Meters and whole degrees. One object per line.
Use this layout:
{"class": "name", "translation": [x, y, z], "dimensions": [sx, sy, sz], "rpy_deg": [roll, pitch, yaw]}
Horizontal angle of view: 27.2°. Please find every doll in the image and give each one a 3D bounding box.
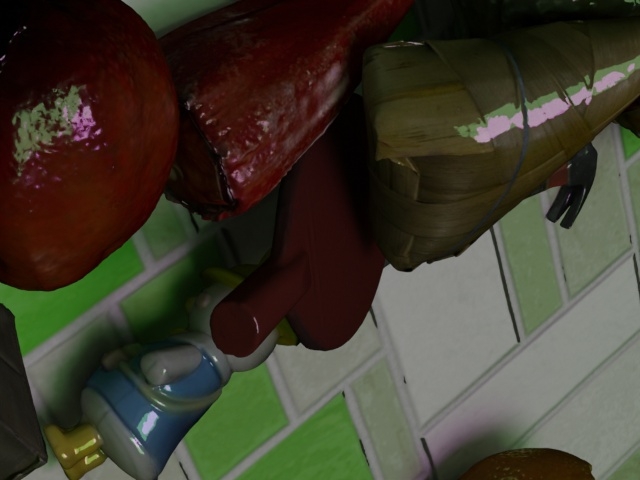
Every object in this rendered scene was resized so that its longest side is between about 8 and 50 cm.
{"class": "doll", "translation": [-0.102, 0.097, 1.019], "dimensions": [0.241, 0.098, 0.135], "rpy_deg": [-46, 133, -20]}

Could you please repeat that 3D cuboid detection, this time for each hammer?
{"class": "hammer", "translation": [0.155, -0.036, 1.230], "dimensions": [0.287, 0.033, 0.111], "rpy_deg": [-21, 121, -33]}

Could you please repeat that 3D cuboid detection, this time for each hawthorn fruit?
{"class": "hawthorn fruit", "translation": [-0.183, -0.053, 0.828], "dimensions": [0.189, 0.189, 0.251], "rpy_deg": [-31, 135, -27]}

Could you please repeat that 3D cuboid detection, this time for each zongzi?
{"class": "zongzi", "translation": [0.153, -0.080, 0.985], "dimensions": [0.256, 0.115, 0.228], "rpy_deg": [-17, 155, -6]}

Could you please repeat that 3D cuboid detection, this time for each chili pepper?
{"class": "chili pepper", "translation": [-0.032, -0.129, 0.954], "dimensions": [0.252, 0.144, 0.136], "rpy_deg": [-42, 94, -25]}

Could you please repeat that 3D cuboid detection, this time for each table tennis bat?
{"class": "table tennis bat", "translation": [0.000, 0.000, 1.007], "dimensions": [0.310, 0.038, 0.200], "rpy_deg": [-46, 134, -58]}

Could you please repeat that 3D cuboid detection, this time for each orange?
{"class": "orange", "translation": [0.191, 0.313, 1.332], "dimensions": [0.179, 0.158, 0.237], "rpy_deg": [-29, 128, -44]}

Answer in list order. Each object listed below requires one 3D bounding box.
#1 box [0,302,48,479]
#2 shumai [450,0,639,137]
{"class": "box", "translation": [-0.302, 0.104, 0.763], "dimensions": [0.231, 0.155, 0.149], "rpy_deg": [-34, 130, 5]}
{"class": "shumai", "translation": [0.163, -0.209, 1.061], "dimensions": [0.330, 0.292, 0.288], "rpy_deg": [21, 129, -42]}
